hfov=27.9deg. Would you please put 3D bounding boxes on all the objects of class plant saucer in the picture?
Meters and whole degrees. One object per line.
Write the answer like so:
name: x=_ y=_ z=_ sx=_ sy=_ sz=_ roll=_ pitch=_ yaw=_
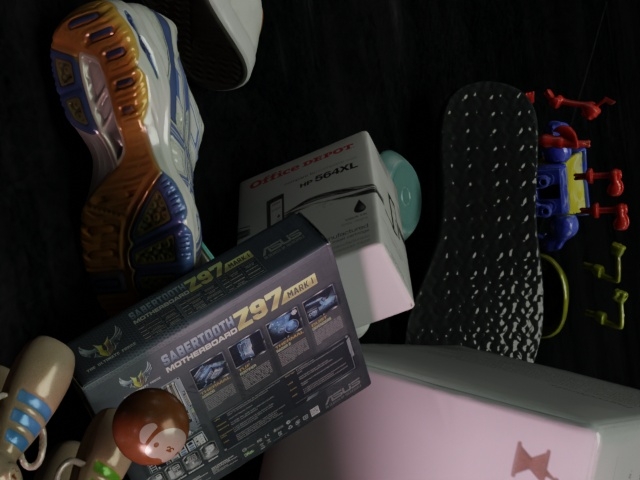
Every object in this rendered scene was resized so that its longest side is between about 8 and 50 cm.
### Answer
plant saucer: x=0.098 y=-0.054 z=1.597 sx=0.119 sy=0.021 sz=0.119 roll=14 pitch=74 yaw=-58

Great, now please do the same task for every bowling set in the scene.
bowling set: x=-0.204 y=0.159 z=0.893 sx=0.287 sy=0.200 sz=0.154 roll=52 pitch=47 yaw=-39

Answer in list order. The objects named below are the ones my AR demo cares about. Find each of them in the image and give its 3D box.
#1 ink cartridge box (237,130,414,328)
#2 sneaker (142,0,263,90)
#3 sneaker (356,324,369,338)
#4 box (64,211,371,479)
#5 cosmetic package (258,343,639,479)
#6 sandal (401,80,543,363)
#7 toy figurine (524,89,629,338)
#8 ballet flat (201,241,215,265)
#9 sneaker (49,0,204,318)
ink cartridge box: x=0.000 y=0.000 z=1.235 sx=0.203 sy=0.148 sz=0.086 roll=-95 pitch=160 yaw=-55
sneaker: x=-0.127 y=-0.281 z=1.177 sx=0.290 sy=0.106 sz=0.123 roll=69 pitch=29 yaw=-46
sneaker: x=0.034 y=0.032 z=1.447 sx=0.061 sy=0.053 sz=0.152 roll=33 pitch=59 yaw=-51
box: x=-0.081 y=0.106 z=1.080 sx=0.232 sy=0.059 sz=0.183 roll=-31 pitch=135 yaw=-15
cosmetic package: x=0.167 y=0.294 z=1.305 sx=0.393 sy=0.327 sz=0.329 roll=9 pitch=93 yaw=-59
sandal: x=0.202 y=0.022 z=1.637 sx=0.107 sy=0.167 sz=0.446 roll=101 pitch=-1 yaw=-76
toy figurine: x=0.385 y=-0.053 z=1.936 sx=0.217 sy=0.191 sz=0.363 roll=-24 pitch=108 yaw=-63
ballet flat: x=-0.099 y=0.081 z=1.205 sx=0.068 sy=0.072 sz=0.213 roll=-43 pitch=125 yaw=-18
sneaker: x=-0.138 y=-0.060 z=1.111 sx=0.131 sy=0.112 sz=0.296 roll=-25 pitch=111 yaw=-63
